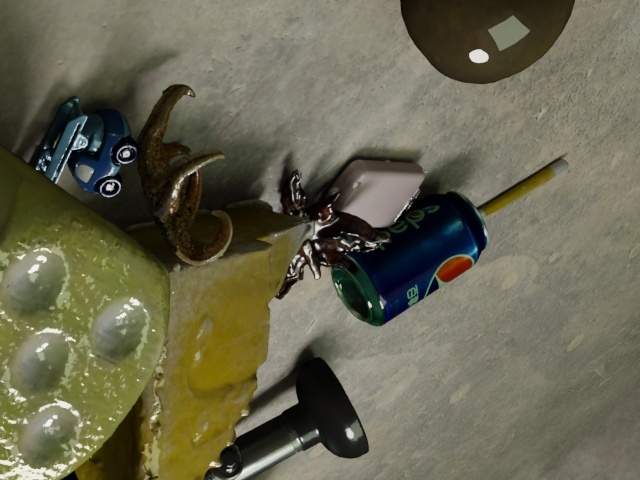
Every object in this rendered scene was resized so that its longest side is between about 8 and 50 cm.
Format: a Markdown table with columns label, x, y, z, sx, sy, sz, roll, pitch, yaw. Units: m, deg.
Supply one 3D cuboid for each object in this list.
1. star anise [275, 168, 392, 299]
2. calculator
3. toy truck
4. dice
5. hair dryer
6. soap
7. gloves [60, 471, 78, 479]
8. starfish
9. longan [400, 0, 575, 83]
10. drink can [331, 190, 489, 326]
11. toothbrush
| label | x | y | z | sx | sy | sz | roll | pitch | yaw |
| --- | --- | --- | --- | --- | --- | --- | --- | --- | --- |
| star anise | 0.000 | -0.003 | 1.559 | 0.157 | 0.053 | 0.212 | 8 | 133 | -20 |
| calculator | 0.065 | -0.058 | 1.625 | 0.175 | 0.032 | 0.100 | 0 | 132 | -51 |
| toy truck | -0.227 | -0.064 | 1.206 | 0.074 | 0.063 | 0.136 | 12 | 119 | -34 |
| dice | -0.279 | 0.049 | 1.049 | 0.233 | 0.238 | 0.227 | -55 | 140 | -4 |
| hair dryer | -0.067 | 0.300 | 1.762 | 0.320 | 0.156 | 0.284 | -28 | -173 | -21 |
| soap | -0.134 | 0.147 | 1.391 | 0.304 | 0.169 | 0.339 | -14 | 115 | -51 |
| gloves | -0.350 | 0.195 | 1.259 | 0.164 | 0.203 | 0.124 | -29 | 156 | -51 |
| starfish | -0.137 | -0.067 | 1.230 | 0.074 | 0.190 | 0.146 | -17 | 120 | -10 |
| longan | 0.174 | -0.252 | 1.346 | 0.189 | 0.189 | 0.189 | -31 | 151 | -20 |
| drink can | 0.120 | 0.021 | 1.722 | 0.205 | 0.118 | 0.118 | -33 | 152 | -19 |
| toothbrush | 0.256 | -0.049 | 1.902 | 0.288 | 0.021 | 0.024 | -30 | 161 | -22 |
